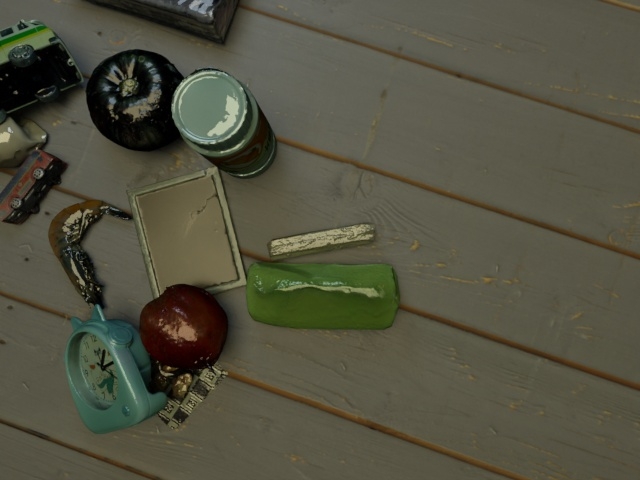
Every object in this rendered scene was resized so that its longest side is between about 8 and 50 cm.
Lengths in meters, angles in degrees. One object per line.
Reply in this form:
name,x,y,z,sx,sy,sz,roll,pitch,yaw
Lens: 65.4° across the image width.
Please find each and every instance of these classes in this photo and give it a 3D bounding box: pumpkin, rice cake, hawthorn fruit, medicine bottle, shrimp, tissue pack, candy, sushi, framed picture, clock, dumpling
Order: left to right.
dumpling,-0.760,-0.247,1.181,0.176,0.092,0.150,-29,73,5
shrimp,-0.520,0.025,1.173,0.198,0.051,0.262,-26,84,1
clock,-0.465,0.278,1.103,0.223,0.094,0.274,-22,85,32
pumpkin,-0.405,-0.312,1.123,0.233,0.163,0.233,0,79,2
tissue pack,-0.368,-0.662,1.155,0.394,0.124,0.288,19,89,4
sushi,-0.356,0.310,1.158,0.210,0.040,0.193,43,90,4
framed picture,-0.315,-0.008,1.180,0.231,0.018,0.293,-15,87,3
hawthorn fruit,-0.283,0.209,1.079,0.181,0.181,0.235,-41,69,1
medicine bottle,-0.187,-0.229,1.032,0.158,0.318,0.158,0,88,4
rice cake,0.000,0.000,1.146,0.256,0.057,0.052,-10,105,2
candy,0.005,0.122,1.112,0.343,0.132,0.142,2,130,5

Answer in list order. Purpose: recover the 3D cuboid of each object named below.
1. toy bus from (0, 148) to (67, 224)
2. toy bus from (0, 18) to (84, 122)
toy bus,-0.691,-0.128,1.181,0.077,0.065,0.192,37,90,11
toy bus,-0.709,-0.388,1.126,0.276,0.134,0.165,-30,64,-15
